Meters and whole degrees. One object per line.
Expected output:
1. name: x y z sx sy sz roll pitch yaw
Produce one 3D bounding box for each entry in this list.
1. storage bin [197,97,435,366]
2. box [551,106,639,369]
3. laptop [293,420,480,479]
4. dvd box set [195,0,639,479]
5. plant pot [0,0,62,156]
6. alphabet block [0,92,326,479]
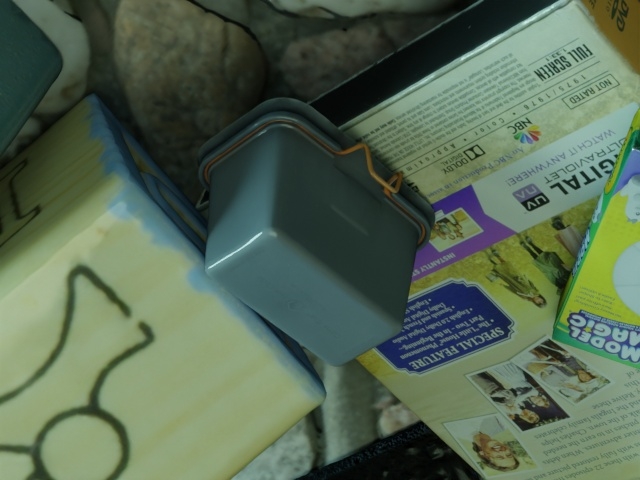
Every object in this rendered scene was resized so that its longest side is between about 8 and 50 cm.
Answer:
1. storage bin: 0.000 0.000 0.914 0.098 0.091 0.135 -32 125 32
2. box: 0.194 0.016 0.902 0.105 0.043 0.179 18 138 5
3. laptop: 0.061 0.282 1.236 0.234 0.136 0.264 -27 87 16
4. dvd box set: 0.171 0.044 1.016 0.420 0.062 0.307 43 135 -21
5. plant pot: -0.330 -0.066 0.914 0.248 0.252 0.247 -35 113 19
6. alphabet block: -0.142 0.061 0.990 0.197 0.193 0.192 -39 112 2
